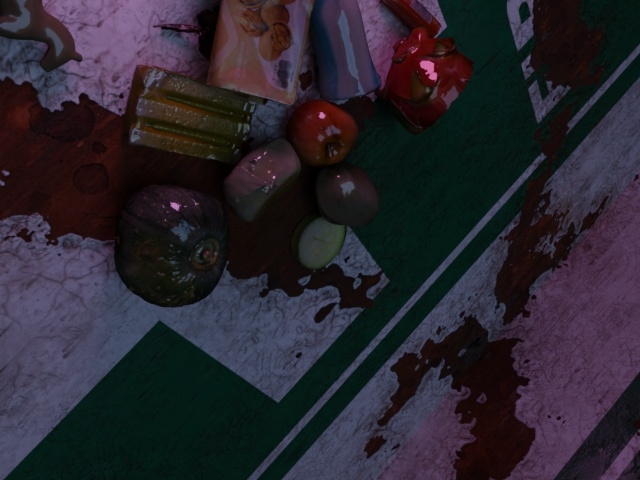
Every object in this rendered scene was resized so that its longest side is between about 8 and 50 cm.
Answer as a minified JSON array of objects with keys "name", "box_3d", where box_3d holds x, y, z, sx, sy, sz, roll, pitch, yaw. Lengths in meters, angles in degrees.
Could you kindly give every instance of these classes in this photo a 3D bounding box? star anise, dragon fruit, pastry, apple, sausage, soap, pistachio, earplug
[{"name":"star anise","box_3d":[-0.308,-0.526,1.315,0.140,0.144,0.158,-62,172,-67]},{"name":"dragon fruit","box_3d":[0.303,-0.507,1.660,0.226,0.305,0.305,38,88,-15]},{"name":"pastry","box_3d":[-0.161,-0.171,1.495,0.265,0.265,0.133,-41,88,-12]},{"name":"apple","box_3d":[0.006,-0.311,1.579,0.210,0.164,0.209,-21,140,-19]},{"name":"sausage","box_3d":[0.263,-0.709,1.634,0.274,0.074,0.074,19,101,-43]},{"name":"soap","box_3d":[-0.331,-0.319,1.379,0.315,0.091,0.199,5,109,-39]},{"name":"pistachio","box_3d":[0.084,-0.140,1.738,0.197,0.166,0.288,-57,134,-12]},{"name":"earplug","box_3d":[0.055,-0.575,1.490,0.185,0.185,0.323,-28,122,-23]}]

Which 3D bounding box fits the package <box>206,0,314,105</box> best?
[{"name":"package","box_3d":[-0.157,-0.503,1.328,0.222,0.165,0.310,8,96,-21]}]

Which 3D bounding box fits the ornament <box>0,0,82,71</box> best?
[{"name":"ornament","box_3d":[-0.615,-0.469,1.095,0.245,0.061,0.230,-2,116,-33]}]

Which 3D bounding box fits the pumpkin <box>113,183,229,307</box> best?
[{"name":"pumpkin","box_3d":[-0.391,0.016,1.399,0.292,0.258,0.327,9,101,-53]}]

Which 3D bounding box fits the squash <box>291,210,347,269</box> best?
[{"name":"squash","box_3d":[-0.003,-0.002,1.843,0.219,0.041,0.219,-22,128,-32]}]
